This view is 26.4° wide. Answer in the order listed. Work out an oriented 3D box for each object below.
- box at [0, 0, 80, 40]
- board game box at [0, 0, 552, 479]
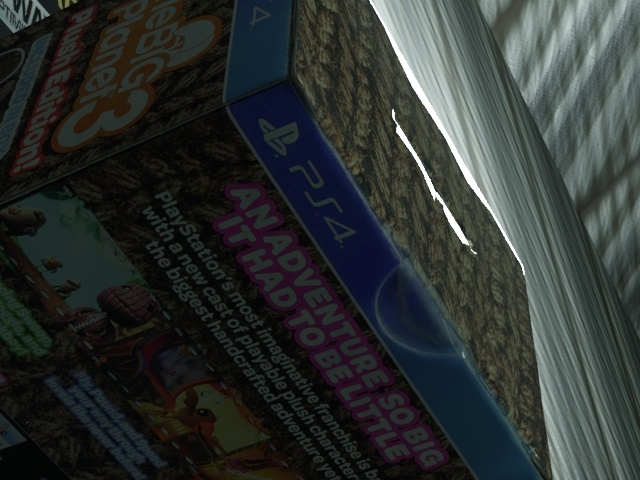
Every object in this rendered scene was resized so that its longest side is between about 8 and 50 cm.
[{"bbox_3d":[-0.225,-0.193,0.678,0.307,0.076,0.242,52,26,-47],"label":"box"},{"bbox_3d":[-0.081,0.029,0.603,0.232,0.291,0.141,56,22,-35],"label":"board game box"}]
